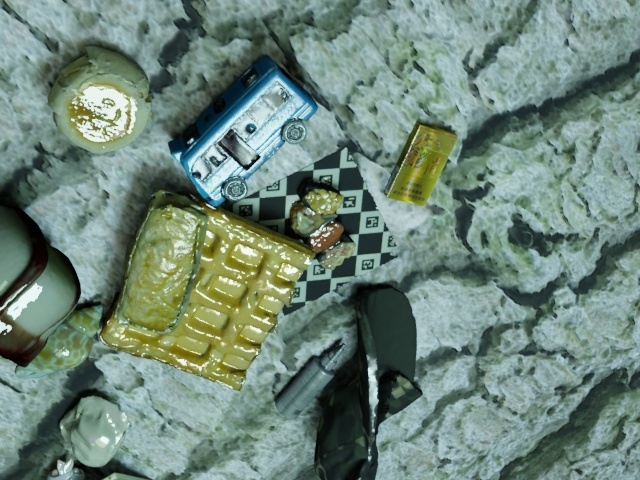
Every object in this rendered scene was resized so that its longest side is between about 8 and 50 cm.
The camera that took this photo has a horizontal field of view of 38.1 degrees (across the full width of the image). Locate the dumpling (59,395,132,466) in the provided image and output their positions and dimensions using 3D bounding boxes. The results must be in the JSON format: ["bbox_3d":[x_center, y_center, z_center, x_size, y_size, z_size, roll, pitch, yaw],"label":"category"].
[{"bbox_3d":[-0.448,0.376,1.817,0.127,0.108,0.188,33,126,-8],"label":"dumpling"}]

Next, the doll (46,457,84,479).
[{"bbox_3d":[-0.516,0.497,1.875,0.073,0.084,0.127,1,128,-4],"label":"doll"}]

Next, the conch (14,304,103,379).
[{"bbox_3d":[-0.482,0.191,1.683,0.173,0.106,0.116,-34,148,27],"label":"conch"}]

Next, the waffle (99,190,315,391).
[{"bbox_3d":[-0.207,0.094,1.702,0.304,0.077,0.348,24,112,-19],"label":"waffle"}]

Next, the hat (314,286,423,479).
[{"bbox_3d":[0.073,0.299,1.884,0.257,0.366,0.382,-15,101,24],"label":"hat"}]

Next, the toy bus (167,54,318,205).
[{"bbox_3d":[-0.130,-0.183,1.548,0.246,0.113,0.134,-42,120,9],"label":"toy bus"}]

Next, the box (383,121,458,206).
[{"bbox_3d":[0.187,-0.140,1.733,0.089,0.022,0.156,14,116,-26],"label":"box"}]

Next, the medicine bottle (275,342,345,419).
[{"bbox_3d":[-0.013,0.285,1.919,0.057,0.057,0.199,30,109,-31],"label":"medicine bottle"}]

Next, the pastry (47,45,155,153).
[{"bbox_3d":[-0.347,-0.220,1.472,0.166,0.088,0.166,-10,125,-15],"label":"pastry"}]

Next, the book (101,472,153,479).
[{"bbox_3d":[-0.501,0.559,1.896,0.295,0.020,0.208,-30,157,2],"label":"book"}]

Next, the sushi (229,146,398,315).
[{"bbox_3d":[0.000,0.000,1.746,0.264,0.050,0.290,-27,126,0],"label":"sushi"}]

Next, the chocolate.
[{"bbox_3d":[-0.513,0.054,1.512,0.186,0.283,0.283,-47,126,-12],"label":"chocolate"}]

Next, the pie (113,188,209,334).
[{"bbox_3d":[-0.275,0.050,1.595,0.128,0.068,0.282,16,120,-10],"label":"pie"}]
